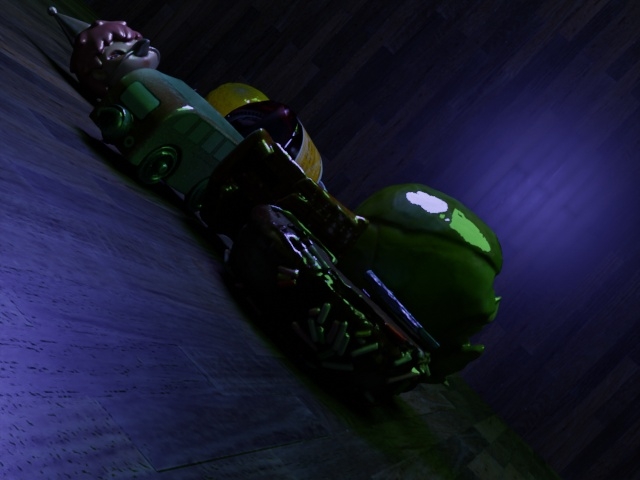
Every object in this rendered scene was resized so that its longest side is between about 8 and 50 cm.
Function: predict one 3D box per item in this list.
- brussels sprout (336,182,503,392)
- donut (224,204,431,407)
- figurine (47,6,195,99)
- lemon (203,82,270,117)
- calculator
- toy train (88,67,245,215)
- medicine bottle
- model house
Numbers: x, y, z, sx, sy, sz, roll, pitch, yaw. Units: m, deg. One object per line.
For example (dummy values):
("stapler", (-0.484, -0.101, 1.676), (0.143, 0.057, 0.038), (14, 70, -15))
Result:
("brussels sprout", (0.143, 0.075, 1.649), (0.314, 0.276, 0.371), (20, -40, 7))
("donut", (0.018, 0.110, 1.361), (0.345, 0.136, 0.259), (42, 6, -23))
("figurine", (-0.348, -0.307, 1.765), (0.387, 0.166, 0.207), (48, 43, 14))
("lemon", (-0.231, -0.316, 2.744), (0.267, 0.267, 0.267), (44, 3, -3))
("calculator", (0.115, 0.098, 1.409), (0.057, 0.018, 0.172), (42, 3, -37))
("toy train", (-0.224, -0.154, 1.513), (0.129, 0.159, 0.326), (43, 4, 26))
("medicine bottle", (-0.103, -0.136, 2.338), (0.242, 0.242, 0.395), (46, -11, 36))
("model house", (-0.062, -0.026, 1.528), (0.229, 0.199, 0.219), (44, 8, 19))
